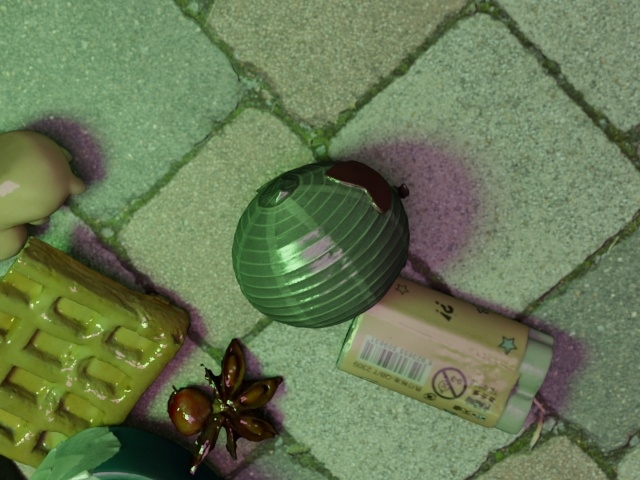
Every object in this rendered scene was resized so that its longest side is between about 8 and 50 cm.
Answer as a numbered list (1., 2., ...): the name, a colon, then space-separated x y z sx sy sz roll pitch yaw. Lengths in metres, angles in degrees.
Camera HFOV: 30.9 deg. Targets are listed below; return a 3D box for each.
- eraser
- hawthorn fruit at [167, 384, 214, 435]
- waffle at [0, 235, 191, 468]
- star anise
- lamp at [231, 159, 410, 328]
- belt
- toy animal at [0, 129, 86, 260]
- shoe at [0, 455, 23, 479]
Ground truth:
1. eraser: 0.183 0.172 1.723 0.290 0.087 0.171 21 106 0
2. hawthorn fruit: -0.201 0.263 1.781 0.077 0.077 0.077 1 103 4
3. waffle: -0.401 0.190 1.740 0.304 0.077 0.348 31 107 -21
4. star anise: -0.120 0.256 1.760 0.157 0.053 0.212 12 75 -29
5. lamp: 0.000 0.000 1.620 0.265 0.233 0.233 -13 103 27
6. belt: -0.265 0.487 1.758 0.300 0.173 0.436 -34 107 7
7. toy animal: -0.472 -0.054 1.680 0.250 0.154 0.166 -40 55 13
8. shoe: -0.527 0.421 1.829 0.098 0.103 0.275 -32 97 24
